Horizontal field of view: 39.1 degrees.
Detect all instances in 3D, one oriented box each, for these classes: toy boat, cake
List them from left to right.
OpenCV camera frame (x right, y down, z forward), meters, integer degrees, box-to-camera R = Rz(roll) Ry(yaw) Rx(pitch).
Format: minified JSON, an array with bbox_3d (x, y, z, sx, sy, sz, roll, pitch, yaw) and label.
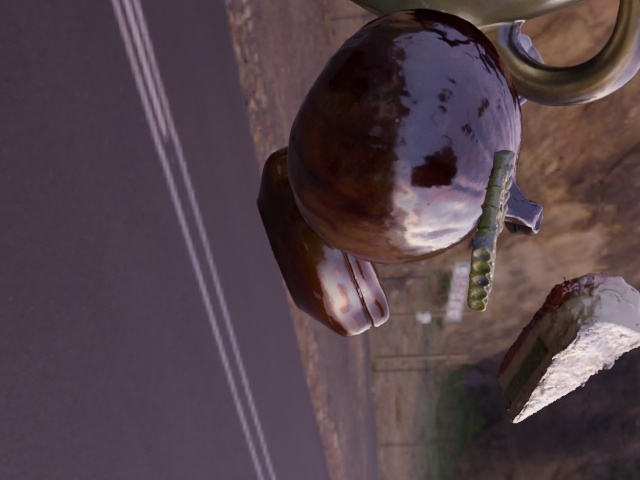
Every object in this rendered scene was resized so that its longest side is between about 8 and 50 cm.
[{"bbox_3d":[0.120,-0.009,0.633,0.115,0.016,0.063,-67,161,-46],"label":"toy boat"},{"bbox_3d":[0.274,0.125,1.076,0.117,0.220,0.086,31,36,-34],"label":"cake"}]

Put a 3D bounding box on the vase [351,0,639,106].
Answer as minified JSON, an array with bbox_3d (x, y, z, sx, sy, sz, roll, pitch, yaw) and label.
[{"bbox_3d":[0.207,-0.286,0.930,0.329,0.302,0.241,56,35,9],"label":"vase"}]

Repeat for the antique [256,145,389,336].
[{"bbox_3d":[0.000,0.000,1.252,0.223,0.129,0.278,-109,178,-81],"label":"antique"}]

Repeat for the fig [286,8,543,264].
[{"bbox_3d":[0.082,-0.086,0.792,0.235,0.214,0.235,-26,130,-36],"label":"fig"}]

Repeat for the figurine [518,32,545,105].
[{"bbox_3d":[0.221,-0.265,1.253,0.222,0.145,0.145,-121,-159,-63],"label":"figurine"}]
